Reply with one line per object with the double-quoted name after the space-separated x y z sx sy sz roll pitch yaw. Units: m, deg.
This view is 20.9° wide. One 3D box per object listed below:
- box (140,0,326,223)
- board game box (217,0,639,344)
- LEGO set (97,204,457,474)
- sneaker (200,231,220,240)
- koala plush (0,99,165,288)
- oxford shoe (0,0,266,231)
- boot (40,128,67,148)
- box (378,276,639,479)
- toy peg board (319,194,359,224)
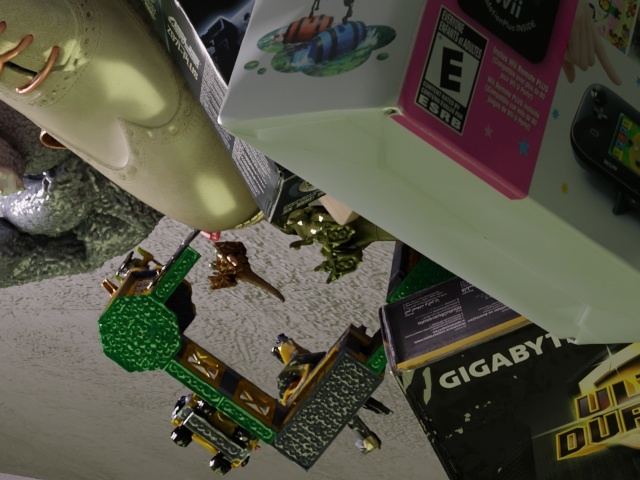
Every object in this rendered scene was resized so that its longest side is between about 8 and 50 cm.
-0.006 -0.127 0.962 0.147 0.180 0.077 -27 168 -14 "box"
0.106 -0.137 0.723 0.097 0.303 0.224 -5 153 46 "board game box"
0.000 0.000 1.300 0.255 0.331 0.192 29 -161 -4 "LEGO set"
-0.085 -0.027 1.595 0.118 0.042 0.067 12 158 36 "sneaker"
-0.222 -0.088 1.336 0.203 0.196 0.221 -4 155 19 "koala plush"
-0.192 -0.127 1.014 0.397 0.146 0.140 40 127 -4 "oxford shoe"
-0.164 -0.131 1.189 0.197 0.152 0.073 -5 153 46 "boot"
0.236 0.098 1.202 0.322 0.079 0.257 -21 128 9 "box"
-0.025 -0.103 1.079 0.161 0.079 0.161 52 143 16 "toy peg board"
